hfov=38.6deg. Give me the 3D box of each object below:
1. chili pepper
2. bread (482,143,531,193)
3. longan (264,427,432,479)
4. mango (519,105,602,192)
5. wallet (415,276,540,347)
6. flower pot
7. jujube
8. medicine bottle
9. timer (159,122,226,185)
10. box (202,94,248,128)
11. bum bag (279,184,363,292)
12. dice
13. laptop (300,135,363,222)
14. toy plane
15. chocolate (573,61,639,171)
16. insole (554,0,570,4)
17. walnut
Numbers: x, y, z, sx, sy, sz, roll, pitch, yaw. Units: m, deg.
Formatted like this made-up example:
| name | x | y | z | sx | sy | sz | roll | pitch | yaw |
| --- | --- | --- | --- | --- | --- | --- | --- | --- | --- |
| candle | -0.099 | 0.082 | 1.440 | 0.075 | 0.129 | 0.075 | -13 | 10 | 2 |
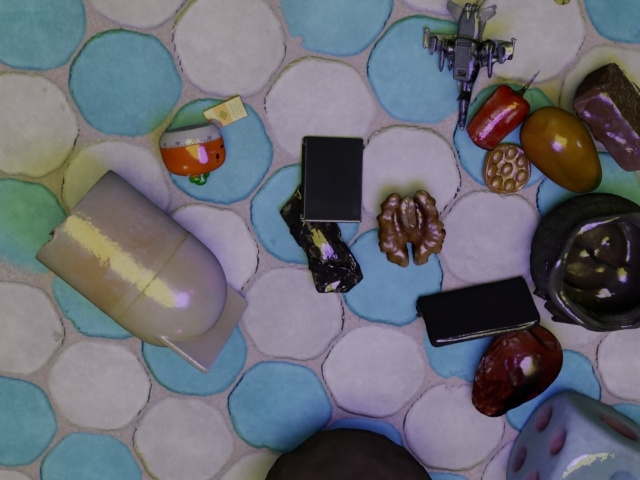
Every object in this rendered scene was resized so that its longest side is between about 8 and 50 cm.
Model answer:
| name | x | y | z | sx | sy | sz | roll | pitch | yaw |
| --- | --- | --- | --- | --- | --- | --- | --- | --- | --- |
| chili pepper | 0.380 | -0.271 | 1.854 | 0.084 | 0.086 | 0.192 | 44 | 109 | 9 |
| bread | 0.390 | -0.150 | 1.916 | 0.110 | 0.024 | 0.110 | -1 | 105 | -3 |
| longan | 0.075 | 0.615 | 1.919 | 0.404 | 0.404 | 0.436 | -27 | 100 | 5 |
| mango | 0.485 | -0.181 | 1.845 | 0.120 | 0.151 | 0.221 | -46 | 131 | 2 |
| wallet | 0.330 | 0.154 | 1.934 | 0.250 | 0.149 | 0.044 | -12 | 130 | -1 |
| flower pot | 0.577 | 0.060 | 1.878 | 0.302 | 0.213 | 0.301 | 0 | 103 | -2 |
| jujube | 0.416 | 0.285 | 1.965 | 0.168 | 0.168 | 0.236 | 23 | 120 | -7 |
| medicine bottle | -0.340 | 0.071 | 1.844 | 0.406 | 0.236 | 0.236 | 41 | 100 | -10 |
| timer | -0.256 | -0.171 | 1.854 | 0.136 | 0.099 | 0.136 | 2 | 102 | 11 |
| box | -0.195 | -0.261 | 1.878 | 0.083 | 0.012 | 0.046 | -24 | 104 | 4 |
| bum bag | -0.001 | 0.000 | 1.921 | 0.102 | 0.069 | 0.248 | -25 | 89 | 19 |
| dice | 0.575 | 0.505 | 1.962 | 0.265 | 0.268 | 0.262 | 26 | 102 | -8 |
| laptop | 0.024 | -0.126 | 1.891 | 0.129 | 0.016 | 0.180 | 2 | 86 | -3 |
| toy plane | 0.291 | -0.344 | 1.834 | 0.192 | 0.088 | 0.262 | 12 | 108 | 23 |
| chocolate | 0.603 | -0.240 | 1.842 | 0.093 | 0.148 | 0.214 | -28 | 107 | 42 |
| insole | 0.495 | -0.550 | 1.830 | 0.053 | 0.002 | 0.152 | 3 | 104 | -3 |
| walnut | 0.188 | -0.029 | 1.912 | 0.143 | 0.069 | 0.170 | -5 | 115 | 0 |
